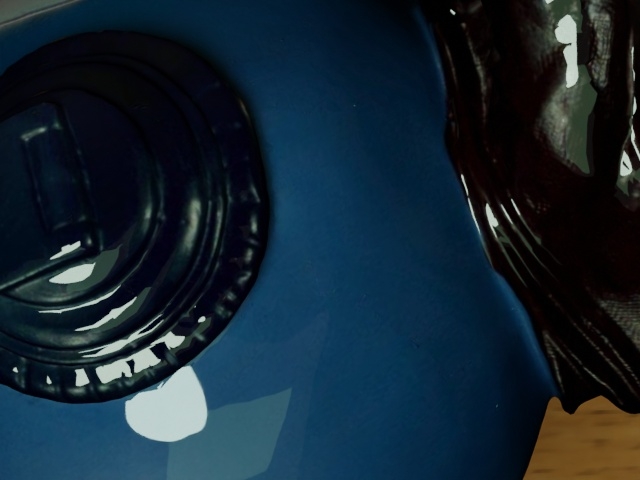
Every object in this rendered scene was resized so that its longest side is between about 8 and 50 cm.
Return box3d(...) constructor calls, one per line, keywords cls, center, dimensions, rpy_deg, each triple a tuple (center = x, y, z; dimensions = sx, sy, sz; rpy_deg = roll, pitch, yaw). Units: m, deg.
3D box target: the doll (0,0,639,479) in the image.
box3d(cls="doll", center=(0.000, 0.000, 0.556), dimensions=(0.310, 0.284, 0.240), rpy_deg=(-18, 75, 5))
